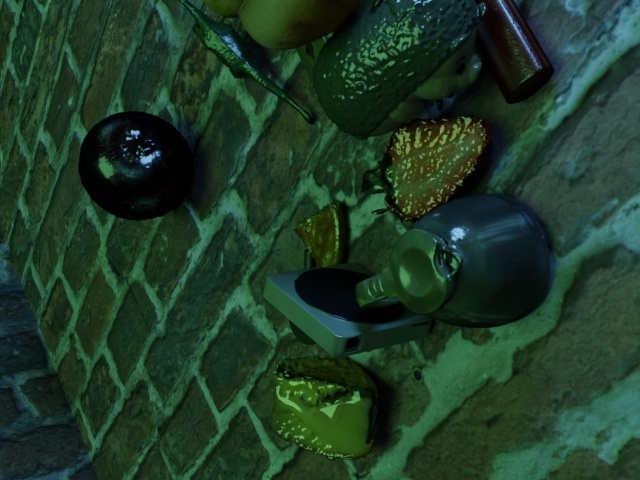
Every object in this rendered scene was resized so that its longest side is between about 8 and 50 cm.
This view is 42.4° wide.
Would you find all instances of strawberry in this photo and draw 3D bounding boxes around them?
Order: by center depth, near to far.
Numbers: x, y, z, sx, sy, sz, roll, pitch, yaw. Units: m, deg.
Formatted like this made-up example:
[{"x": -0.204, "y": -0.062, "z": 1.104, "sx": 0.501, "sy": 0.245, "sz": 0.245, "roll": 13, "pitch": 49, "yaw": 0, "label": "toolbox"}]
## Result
[{"x": 0.213, "y": -0.138, "z": 1.552, "sx": 0.286, "sy": 0.106, "sz": 0.188, "roll": -24, "pitch": 75, "yaw": 36, "label": "strawberry"}]

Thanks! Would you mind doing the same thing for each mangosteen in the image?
[{"x": -0.506, "y": -0.196, "z": 2.280, "sx": 0.330, "sy": 0.330, "sz": 0.330, "roll": 11, "pitch": 104, "yaw": 50, "label": "mangosteen"}]

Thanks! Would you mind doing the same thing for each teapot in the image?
[{"x": 0.213, "y": 0.034, "z": 1.469, "sx": 0.321, "sy": 0.239, "sz": 0.240, "roll": 16, "pitch": 106, "yaw": 50, "label": "teapot"}]

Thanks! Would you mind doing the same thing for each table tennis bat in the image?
[{"x": -0.032, "y": 0.136, "z": 1.964, "sx": 0.131, "sy": 0.022, "sz": 0.235, "roll": 25, "pitch": 117, "yaw": 48, "label": "table tennis bat"}]

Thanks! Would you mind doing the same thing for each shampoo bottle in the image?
[{"x": 0.304, "y": -0.370, "z": 1.429, "sx": 0.102, "sy": 0.064, "sz": 0.260, "roll": -46, "pitch": 60, "yaw": 47, "label": "shampoo bottle"}]

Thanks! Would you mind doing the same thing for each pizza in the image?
[{"x": 0.000, "y": 0.000, "z": 1.888, "sx": 0.176, "sy": 0.036, "sz": 0.185, "roll": 6, "pitch": 102, "yaw": 52, "label": "pizza"}]

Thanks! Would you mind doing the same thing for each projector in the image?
[{"x": 0.052, "y": 0.139, "z": 1.667, "sx": 0.259, "sy": 0.257, "sz": 0.079, "roll": 36, "pitch": 121, "yaw": 43, "label": "projector"}]

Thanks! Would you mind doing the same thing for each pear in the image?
[{"x": -0.214, "y": -0.620, "z": 1.969, "sx": 0.178, "sy": 0.178, "sz": 0.178, "roll": 11, "pitch": 104, "yaw": 50, "label": "pear"}]

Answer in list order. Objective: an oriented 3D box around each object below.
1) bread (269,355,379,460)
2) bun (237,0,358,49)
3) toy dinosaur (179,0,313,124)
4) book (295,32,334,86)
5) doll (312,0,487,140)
[{"x": 0.019, "y": 0.370, "z": 1.829, "sx": 0.261, "sy": 0.162, "sz": 0.204, "roll": 15, "pitch": 107, "yaw": 25, "label": "bread"}, {"x": -0.007, "y": -0.449, "z": 1.423, "sx": 0.299, "sy": 0.164, "sz": 0.299, "roll": -49, "pitch": 15, "yaw": 19, "label": "bun"}, {"x": -0.204, "y": -0.441, "z": 1.932, "sx": 0.087, "sy": 0.447, "sz": 0.301, "roll": -46, "pitch": 21, "yaw": 5, "label": "toy dinosaur"}, {"x": -0.034, "y": -0.461, "z": 1.770, "sx": 0.239, "sy": 0.035, "sz": 0.352, "roll": 105, "pitch": 141, "yaw": -71, "label": "book"}, {"x": 0.143, "y": -0.321, "z": 1.466, "sx": 0.349, "sy": 0.247, "sz": 0.247, "roll": -41, "pitch": 64, "yaw": 51, "label": "doll"}]
